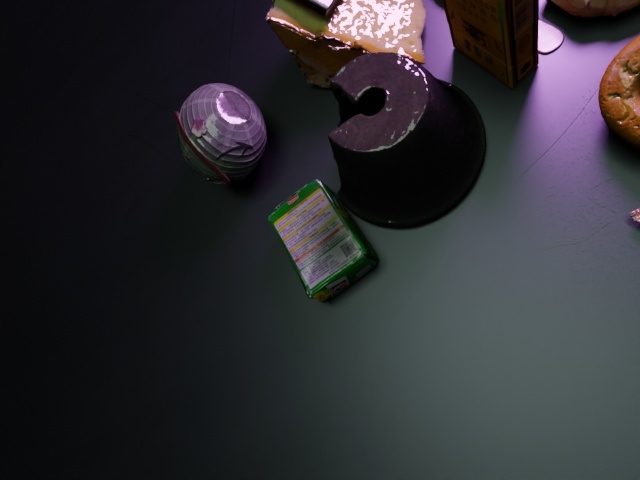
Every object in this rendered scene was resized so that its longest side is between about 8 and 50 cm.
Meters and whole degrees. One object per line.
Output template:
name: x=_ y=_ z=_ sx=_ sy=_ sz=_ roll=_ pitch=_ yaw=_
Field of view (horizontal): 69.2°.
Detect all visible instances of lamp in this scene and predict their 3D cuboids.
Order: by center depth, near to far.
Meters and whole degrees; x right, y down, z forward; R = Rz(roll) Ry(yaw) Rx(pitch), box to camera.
lamp: x=-0.256 y=-0.270 z=1.205 sx=0.233 sy=0.233 sz=0.265 roll=-37 pitch=77 yaw=12

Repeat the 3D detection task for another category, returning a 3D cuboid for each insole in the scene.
insole: x=0.445 y=-0.507 z=1.063 sx=0.086 sy=0.005 sz=0.253 roll=-46 pitch=63 yaw=8

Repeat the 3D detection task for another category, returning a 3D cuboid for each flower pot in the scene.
flower pot: x=0.158 y=-0.240 z=0.991 sx=0.378 sy=0.251 sz=0.380 roll=-7 pitch=72 yaw=22

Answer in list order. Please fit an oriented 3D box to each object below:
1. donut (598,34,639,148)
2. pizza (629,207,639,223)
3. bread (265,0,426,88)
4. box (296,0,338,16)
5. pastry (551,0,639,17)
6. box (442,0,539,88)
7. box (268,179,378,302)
donut: x=0.621 y=-0.270 z=0.825 sx=0.226 sy=0.113 sz=0.227 roll=13 pitch=107 yaw=47
pizza: x=0.610 y=-0.045 z=0.853 sx=0.078 sy=0.025 sz=0.084 roll=6 pitch=72 yaw=21
bread: x=0.059 y=-0.540 z=1.111 sx=0.315 sy=0.279 sz=0.249 roll=-4 pitch=67 yaw=36
box: x=-0.035 y=-0.601 z=1.067 sx=0.177 sy=0.036 sz=0.115 roll=29 pitch=71 yaw=3
pastry: x=0.596 y=-0.584 z=0.949 sx=0.235 sy=0.120 sz=0.257 roll=31 pitch=91 yaw=28
box: x=0.338 y=-0.459 z=0.931 sx=0.084 sy=0.301 sz=0.193 roll=-43 pitch=64 yaw=9
box: x=0.000 y=0.000 z=1.079 sx=0.180 sy=0.103 sz=0.250 roll=-36 pitch=66 yaw=13
